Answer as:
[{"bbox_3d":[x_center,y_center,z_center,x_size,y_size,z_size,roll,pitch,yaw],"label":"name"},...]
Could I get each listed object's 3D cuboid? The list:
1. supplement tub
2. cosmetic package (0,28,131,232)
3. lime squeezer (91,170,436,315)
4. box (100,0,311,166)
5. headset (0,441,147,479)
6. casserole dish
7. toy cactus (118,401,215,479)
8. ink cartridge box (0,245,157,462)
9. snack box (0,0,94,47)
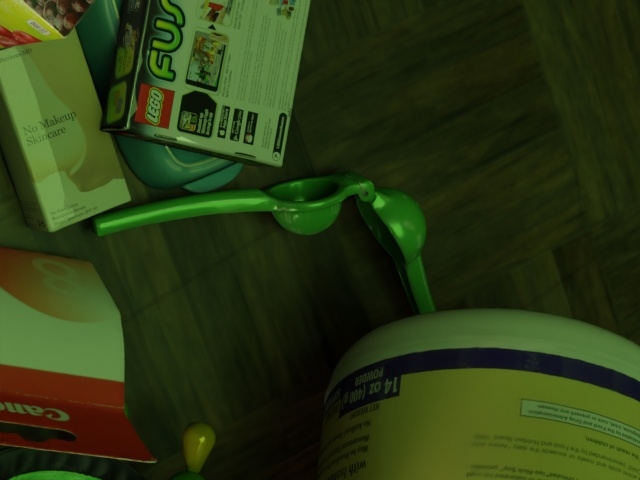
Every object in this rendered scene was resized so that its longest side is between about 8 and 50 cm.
[{"bbox_3d":[0.105,0.235,1.076,0.241,0.241,0.331,26,56,-29],"label":"supplement tub"},{"bbox_3d":[-0.164,-0.069,1.068,0.060,0.041,0.115,-25,106,-25],"label":"cosmetic package"},{"bbox_3d":[0.000,0.000,1.172,0.310,0.059,0.110,25,112,-31],"label":"lime squeezer"},{"bbox_3d":[-0.061,-0.157,1.079,0.114,0.036,0.207,12,86,-32],"label":"box"},{"bbox_3d":[-0.108,0.298,0.935,0.243,0.185,0.394,-30,104,-47],"label":"headset"},{"bbox_3d":[-0.087,-0.120,1.111,0.114,0.037,0.188,-25,105,-26],"label":"casserole dish"},{"bbox_3d":[-0.127,0.212,1.090,0.180,0.112,0.219,-24,114,-16],"label":"toy cactus"},{"bbox_3d":[-0.177,0.055,0.994,0.145,0.179,0.045,12,109,-30],"label":"ink cartridge box"},{"bbox_3d":[-0.228,-0.192,0.944,0.207,0.174,0.070,43,71,-25],"label":"snack box"}]
